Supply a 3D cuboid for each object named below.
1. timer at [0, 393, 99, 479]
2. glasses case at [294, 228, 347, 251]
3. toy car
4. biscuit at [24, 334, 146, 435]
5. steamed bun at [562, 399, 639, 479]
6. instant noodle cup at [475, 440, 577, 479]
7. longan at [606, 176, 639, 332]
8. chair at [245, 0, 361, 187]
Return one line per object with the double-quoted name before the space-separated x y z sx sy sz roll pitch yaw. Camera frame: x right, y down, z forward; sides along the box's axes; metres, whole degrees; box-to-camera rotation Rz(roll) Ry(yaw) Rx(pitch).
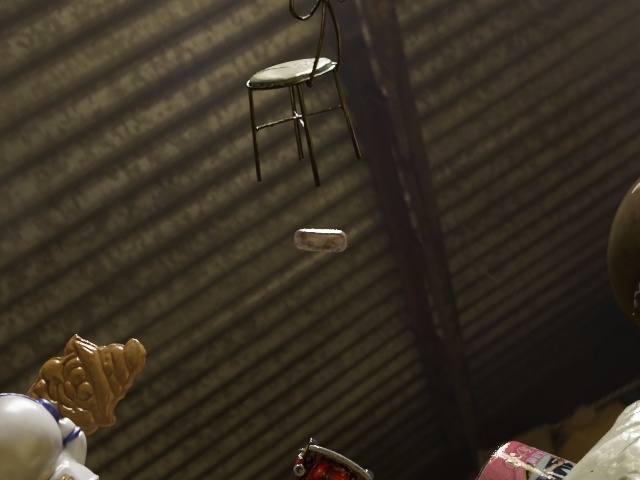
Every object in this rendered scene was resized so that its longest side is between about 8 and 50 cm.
"timer" -0.309 0.353 1.214 0.270 0.270 0.383 -42 -83 -5
"glasses case" 0.000 0.000 1.445 0.021 0.083 0.032 -50 -39 -64
"toy car" -0.001 0.360 1.342 0.112 0.112 0.139 -62 1 -26
"biscuit" -0.384 0.237 1.483 0.250 0.162 0.035 -37 -28 -7
"steamed bun" 0.366 0.333 0.924 0.383 0.236 0.247 -41 -75 -39
"instant noodle cup" 0.344 0.405 1.321 0.244 0.255 0.244 -32 -47 -42
"longan" 0.478 0.014 1.092 0.297 0.297 0.297 -24 -44 -26
"chair" -0.036 -0.260 1.494 0.160 0.170 0.326 -35 -58 -46
